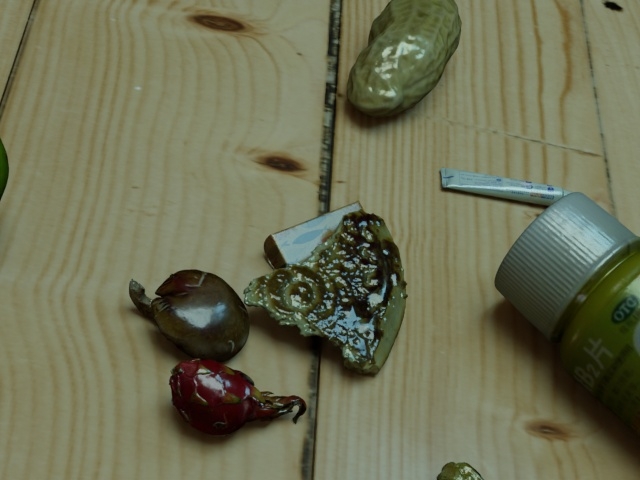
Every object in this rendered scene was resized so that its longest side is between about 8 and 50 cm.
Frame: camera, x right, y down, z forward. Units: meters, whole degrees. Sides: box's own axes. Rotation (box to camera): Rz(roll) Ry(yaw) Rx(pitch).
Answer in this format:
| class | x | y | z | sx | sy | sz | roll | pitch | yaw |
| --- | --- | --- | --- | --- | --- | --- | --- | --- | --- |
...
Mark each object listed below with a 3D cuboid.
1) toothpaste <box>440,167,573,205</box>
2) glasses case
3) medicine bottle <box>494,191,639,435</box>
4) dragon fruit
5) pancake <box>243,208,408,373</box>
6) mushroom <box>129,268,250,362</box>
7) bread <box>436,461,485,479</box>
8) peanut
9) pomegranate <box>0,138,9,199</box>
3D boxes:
| class | x | y | z | sx | sy | sz | roll | pitch | yaw |
| --- | --- | --- | --- | --- | --- | --- | --- | --- | --- |
| toothpaste | 0.297 | -0.084 | 2.179 | 0.218 | 0.033 | 0.052 | 10 | 40 | -7 |
| glasses case | 0.000 | 0.000 | 1.977 | 0.170 | 0.041 | 0.064 | -22 | 79 | -36 |
| medicine bottle | 0.440 | 0.121 | 1.886 | 0.224 | 0.224 | 0.384 | -28 | 62 | -38 |
| dragon fruit | -0.103 | 0.206 | 1.710 | 0.190 | 0.094 | 0.094 | 21 | 40 | -25 |
| pancake | 0.006 | 0.069 | 1.885 | 0.244 | 0.057 | 0.266 | 2 | 52 | -18 |
| mushroom | -0.171 | 0.089 | 1.799 | 0.170 | 0.080 | 0.135 | 19 | 33 | -6 |
| bread | 0.190 | 0.323 | 1.715 | 0.066 | 0.060 | 0.110 | -9 | 45 | -48 |
| peanut | 0.139 | -0.315 | 2.275 | 0.153 | 0.140 | 0.325 | 16 | 45 | 22 |
| pomegranate | -0.542 | -0.099 | 1.777 | 0.236 | 0.236 | 0.302 | -20 | 23 | -35 |
